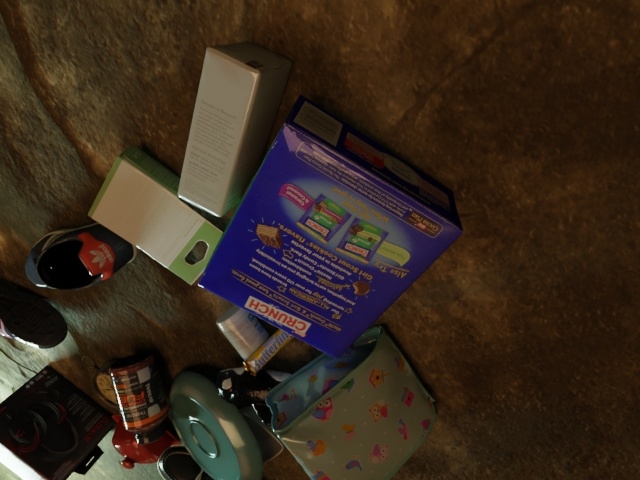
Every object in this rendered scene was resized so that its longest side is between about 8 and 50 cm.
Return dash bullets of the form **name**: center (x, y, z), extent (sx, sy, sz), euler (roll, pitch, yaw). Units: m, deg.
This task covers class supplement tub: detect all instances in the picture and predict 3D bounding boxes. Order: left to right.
- **supplement tub**: center (-0.426, 0.376, 1.013), extent (0.106, 0.106, 0.198), euler (-11, 96, 26)
- **supplement tub**: center (-0.150, 0.185, 0.851), extent (0.071, 0.071, 0.107), euler (-24, 107, 30)

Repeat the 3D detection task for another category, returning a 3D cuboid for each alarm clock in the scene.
- **alarm clock**: center (-0.535, 0.360, 1.098), extent (0.192, 0.064, 0.129), euler (40, 124, -7)

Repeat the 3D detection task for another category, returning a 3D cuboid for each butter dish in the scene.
- **butter dish**: center (-0.490, 0.551, 1.141), extent (0.160, 0.118, 0.160), euler (-13, 125, 26)

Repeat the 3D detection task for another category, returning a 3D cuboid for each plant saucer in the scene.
- **plant saucer**: center (-0.262, 0.458, 1.001), extent (0.317, 0.043, 0.318), euler (18, 122, 32)

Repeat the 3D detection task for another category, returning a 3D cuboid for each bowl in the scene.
- **bowl**: center (-0.158, 0.455, 1.012), extent (0.142, 0.053, 0.142), euler (41, 124, -4)

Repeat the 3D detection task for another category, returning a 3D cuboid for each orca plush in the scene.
- **orca plush**: center (-0.084, 0.335, 0.870), extent (0.287, 0.102, 0.151), euler (13, 141, -2)

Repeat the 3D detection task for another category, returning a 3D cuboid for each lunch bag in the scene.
- **lunch bag**: center (0.067, 0.308, 0.772), extent (0.262, 0.160, 0.223), euler (-36, 102, -11)

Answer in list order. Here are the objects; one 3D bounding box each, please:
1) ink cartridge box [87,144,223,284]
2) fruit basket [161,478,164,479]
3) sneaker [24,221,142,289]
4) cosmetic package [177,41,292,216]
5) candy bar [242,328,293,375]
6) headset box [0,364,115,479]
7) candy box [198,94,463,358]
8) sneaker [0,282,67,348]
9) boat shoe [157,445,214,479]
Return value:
- **ink cartridge box**: center (-0.294, -0.040, 0.795), extent (0.235, 0.056, 0.171), euler (37, 125, -16)
- **fruit basket**: center (-0.387, 0.845, 1.249), extent (0.352, 0.165, 0.327), euler (-9, 113, 21)
- **sneaker**: center (-0.540, 0.049, 0.881), extent (0.349, 0.148, 0.131), euler (-18, 109, 28)
- **cosmetic package**: center (-0.129, -0.162, 0.628), extent (0.085, 0.117, 0.231), euler (26, 122, 5)
- **candy bar**: center (-0.083, 0.196, 0.820), extent (0.161, 0.018, 0.040), euler (-43, 101, -3)
- **headset box**: center (-0.745, 0.533, 1.181), extent (0.293, 0.218, 0.110), euler (40, 124, -2)
- **candy box**: center (0.000, 0.000, 0.641), extent (0.268, 0.122, 0.317), euler (30, 124, -10)
- **sneaker**: center (-0.779, 0.201, 1.097), extent (0.318, 0.112, 0.131), euler (24, 140, 10)
- **boat shoe**: center (-0.281, 0.626, 1.110), extent (0.302, 0.114, 0.091), euler (26, 148, -7)
